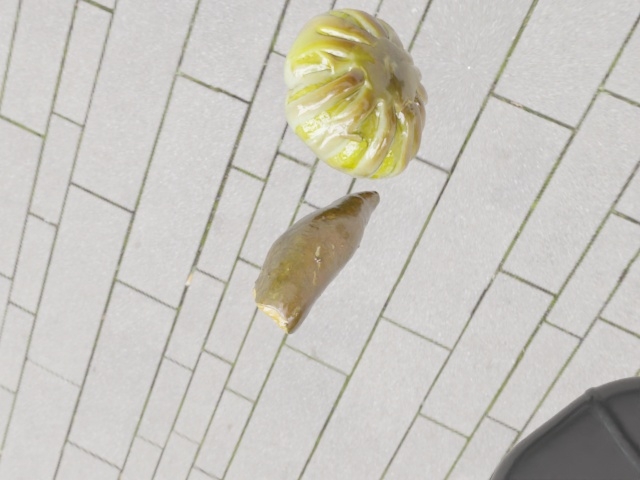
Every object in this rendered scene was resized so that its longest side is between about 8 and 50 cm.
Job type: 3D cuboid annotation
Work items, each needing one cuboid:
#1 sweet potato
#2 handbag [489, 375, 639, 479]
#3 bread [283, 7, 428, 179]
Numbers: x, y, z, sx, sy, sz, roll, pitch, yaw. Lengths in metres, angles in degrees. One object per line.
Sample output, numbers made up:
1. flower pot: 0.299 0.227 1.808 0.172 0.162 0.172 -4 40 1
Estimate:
1. sweet potato: 0.000 0.000 0.642 0.077 0.244 0.077 18 134 19
2. handbag: 0.299 0.267 0.572 0.308 0.254 0.093 -37 135 0
3. bread: 0.052 -0.174 0.716 0.105 0.213 0.213 -28 98 44
